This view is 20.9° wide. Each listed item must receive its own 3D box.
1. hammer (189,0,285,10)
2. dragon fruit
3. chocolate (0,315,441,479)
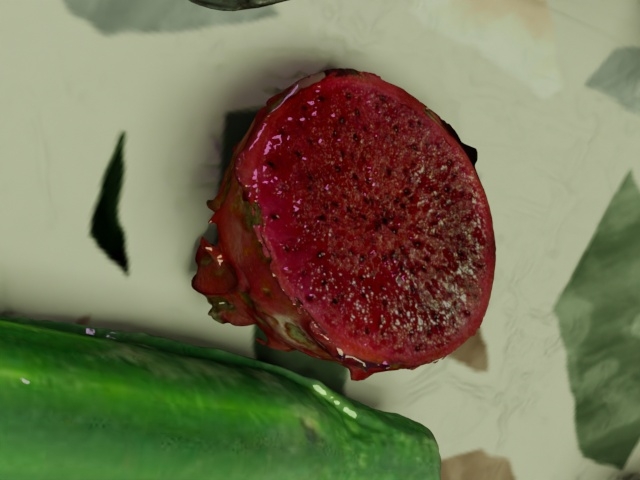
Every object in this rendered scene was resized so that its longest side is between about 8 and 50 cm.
[{"bbox_3d":[-0.185,-0.158,0.642,0.409,0.095,0.242,-18,138,-7],"label":"hammer"},{"bbox_3d":[0.000,0.000,0.831,0.153,0.111,0.153,14,67,-36],"label":"dragon fruit"},{"bbox_3d":[-0.067,0.100,0.839,0.291,0.110,0.110,11,109,-34],"label":"chocolate"}]
